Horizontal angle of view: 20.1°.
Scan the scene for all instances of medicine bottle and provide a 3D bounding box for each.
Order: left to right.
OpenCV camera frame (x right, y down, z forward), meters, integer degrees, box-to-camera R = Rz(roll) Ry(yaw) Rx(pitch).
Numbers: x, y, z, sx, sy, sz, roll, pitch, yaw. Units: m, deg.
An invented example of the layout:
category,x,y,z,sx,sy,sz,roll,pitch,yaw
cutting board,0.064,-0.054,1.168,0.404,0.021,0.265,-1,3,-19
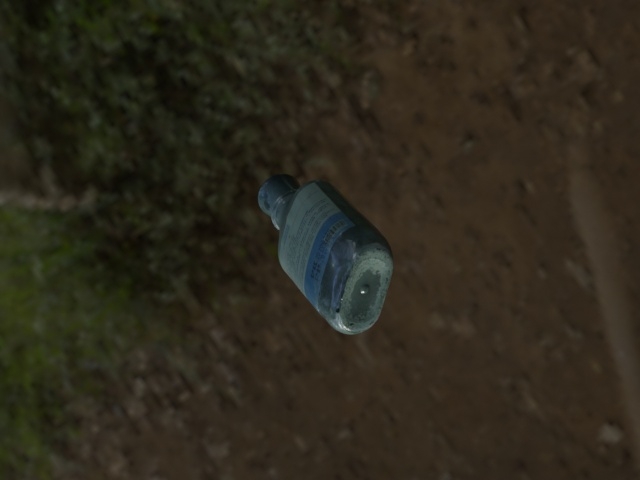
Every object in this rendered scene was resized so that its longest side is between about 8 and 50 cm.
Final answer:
category,x,y,z,sx,sy,sz,roll,pitch,yaw
medicine bottle,0.000,0.000,1.532,0.208,0.053,0.090,-131,52,-58
